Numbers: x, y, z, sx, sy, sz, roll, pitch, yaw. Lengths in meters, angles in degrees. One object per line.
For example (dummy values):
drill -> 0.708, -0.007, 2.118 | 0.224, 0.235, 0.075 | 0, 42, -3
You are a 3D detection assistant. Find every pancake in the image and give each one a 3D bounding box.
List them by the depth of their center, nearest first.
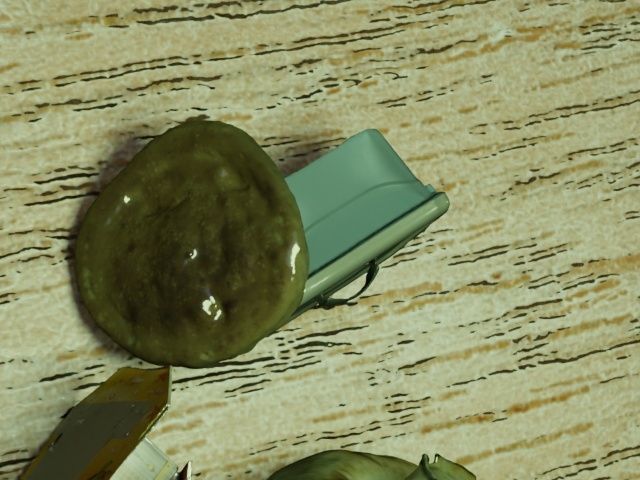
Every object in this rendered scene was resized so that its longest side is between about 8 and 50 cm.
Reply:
pancake -> -0.122, 0.001, 1.739 | 0.050, 0.242, 0.241 | 16, 67, -66

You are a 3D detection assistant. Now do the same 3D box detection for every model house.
model house -> -0.166, 0.228, 1.670 | 0.136, 0.219, 0.207 | 46, 63, -18

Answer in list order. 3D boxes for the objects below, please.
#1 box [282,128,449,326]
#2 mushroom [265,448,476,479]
box -> 0.000, 0.000, 1.837 | 0.227, 0.162, 0.130 | -31, 85, -29
mushroom -> 0.074, 0.321, 1.717 | 0.352, 0.352, 0.260 | 30, 104, -20
